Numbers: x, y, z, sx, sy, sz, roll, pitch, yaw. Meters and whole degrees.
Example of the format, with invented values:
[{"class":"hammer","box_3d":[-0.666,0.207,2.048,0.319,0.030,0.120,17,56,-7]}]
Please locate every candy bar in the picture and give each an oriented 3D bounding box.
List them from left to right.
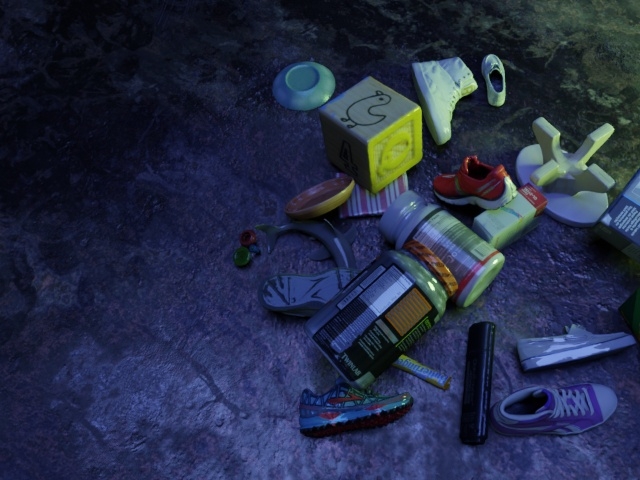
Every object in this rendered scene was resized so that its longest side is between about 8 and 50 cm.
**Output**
[{"class":"candy bar","box_3d":[0.229,0.301,1.408,0.161,0.018,0.040,23,67,17]}]

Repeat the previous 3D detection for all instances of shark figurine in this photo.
[{"class":"shark figurine","box_3d":[-0.014,-0.022,1.548,0.278,0.116,0.166,22,66,14]}]

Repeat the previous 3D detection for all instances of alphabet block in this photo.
[{"class":"alphabet block","box_3d":[0.135,-0.278,1.596,0.192,0.193,0.197,-38,55,-17]}]

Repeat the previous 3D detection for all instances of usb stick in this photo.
[{"class":"usb stick","box_3d":[0.355,0.315,1.358,0.045,0.077,0.278,23,62,-21]}]

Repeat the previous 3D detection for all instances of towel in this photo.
[{"class":"towel","box_3d":[0.140,-0.128,1.635,0.196,0.029,0.144,-6,62,6]}]

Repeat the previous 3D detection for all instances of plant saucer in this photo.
[{"class":"plant saucer","box_3d":[-0.053,-0.480,1.829,0.194,0.037,0.195,-2,63,5]},{"class":"plant saucer","box_3d":[0.001,-0.107,1.574,0.199,0.200,0.037,-28,108,-9]}]

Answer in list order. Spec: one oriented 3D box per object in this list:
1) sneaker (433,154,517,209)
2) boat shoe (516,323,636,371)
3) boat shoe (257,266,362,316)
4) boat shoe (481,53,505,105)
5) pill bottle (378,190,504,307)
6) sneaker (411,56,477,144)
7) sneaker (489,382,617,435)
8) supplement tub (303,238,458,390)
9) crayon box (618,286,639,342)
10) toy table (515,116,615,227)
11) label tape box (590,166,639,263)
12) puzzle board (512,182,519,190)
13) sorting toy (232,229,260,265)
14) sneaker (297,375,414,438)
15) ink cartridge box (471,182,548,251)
[{"class":"sneaker","box_3d":[0.377,-0.158,1.512,0.107,0.118,0.279,-34,21,-19]},{"class":"boat shoe","box_3d":[0.575,0.231,1.366,0.258,0.095,0.084,-11,66,-1]},{"class":"boat shoe","box_3d":[0.010,0.137,1.473,0.320,0.103,0.118,-2,71,2]},{"class":"boat shoe","box_3d":[0.506,-0.480,1.758,0.066,0.063,0.184,4,64,8]},{"class":"pill bottle","box_3d":[0.286,0.015,1.469,0.161,0.161,0.283,-42,66,-15]},{"class":"sneaker","box_3d":[0.369,-0.409,1.711,0.169,0.108,0.293,-11,61,3]},{"class":"sneaker","box_3d":[0.507,0.352,1.275,0.281,0.161,0.102,-12,61,-2]},{"class":"supplement tub","box_3d":[0.135,0.156,1.317,0.316,0.193,0.193,-41,66,-6]},{"class":"crayon box","box_3d":[0.799,0.222,1.225,0.106,0.313,0.363,-20,62,-5]},{"class":"toy table","box_3d":[0.628,-0.180,1.538,0.252,0.161,0.274,-43,66,-16]},{"class":"label tape box","box_3d":[0.850,-0.027,1.398,0.333,0.106,0.241,38,86,16]},{"class":"puzzle board","box_3d":[0.478,-0.146,1.570,0.011,0.128,0.096,-51,60,27]},{"class":"sorting toy","box_3d":[-0.188,0.023,1.585,0.061,0.042,0.102,7,75,26]},{"class":"sneaker","box_3d":[0.074,0.354,1.348,0.261,0.104,0.125,-10,60,0]},{"class":"ink cartridge box","box_3d":[0.463,-0.046,1.501,0.175,0.127,0.072,-32,63,-11]}]
